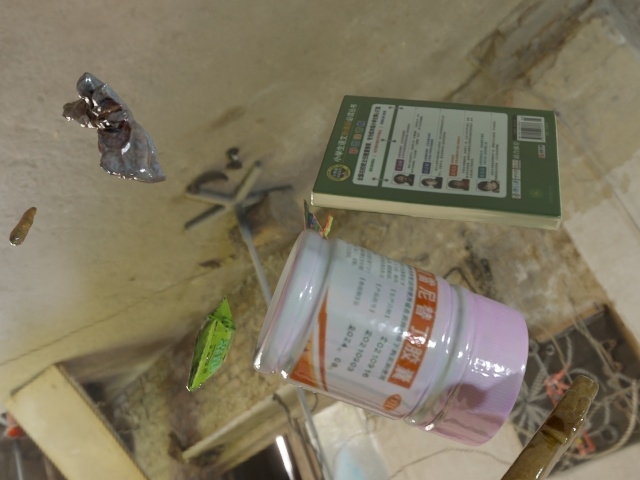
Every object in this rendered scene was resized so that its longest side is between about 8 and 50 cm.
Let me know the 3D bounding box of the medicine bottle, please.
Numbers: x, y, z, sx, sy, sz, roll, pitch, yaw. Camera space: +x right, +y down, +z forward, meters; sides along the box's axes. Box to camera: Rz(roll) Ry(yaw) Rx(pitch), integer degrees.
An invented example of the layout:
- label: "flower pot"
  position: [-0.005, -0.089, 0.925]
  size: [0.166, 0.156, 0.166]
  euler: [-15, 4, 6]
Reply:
- label: "medicine bottle"
  position: [0.089, 0.128, 0.883]
  size: [0.316, 0.202, 0.202]
  euler: [20, 145, -6]

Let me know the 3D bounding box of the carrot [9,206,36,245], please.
- label: "carrot"
  position: [-0.736, -0.041, 1.653]
  size: [0.036, 0.165, 0.035]
  euler: [-1, 125, -1]

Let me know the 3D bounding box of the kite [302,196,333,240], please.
- label: "kite"
  position: [0.000, 0.000, 1.361]
  size: [0.010, 0.190, 0.159]
  euler: [-13, -152, 33]

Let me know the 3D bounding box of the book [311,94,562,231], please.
- label: "book"
  position: [0.138, -0.099, 0.773]
  size: [0.264, 0.202, 0.027]
  euler: [6, 136, 10]

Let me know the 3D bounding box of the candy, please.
- label: "candy"
  position: [-0.215, 0.204, 1.373]
  size: [0.069, 0.148, 0.246]
  euler: [14, -170, -4]

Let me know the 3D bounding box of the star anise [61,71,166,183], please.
- label: "star anise"
  position: [-0.377, -0.195, 1.198]
  size: [0.111, 0.257, 0.198]
  euler: [-37, 175, -14]

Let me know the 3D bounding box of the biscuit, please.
- label: "biscuit"
  position: [0.216, 0.230, 0.680]
  size: [0.236, 0.039, 0.179]
  euler: [-26, 146, -43]
